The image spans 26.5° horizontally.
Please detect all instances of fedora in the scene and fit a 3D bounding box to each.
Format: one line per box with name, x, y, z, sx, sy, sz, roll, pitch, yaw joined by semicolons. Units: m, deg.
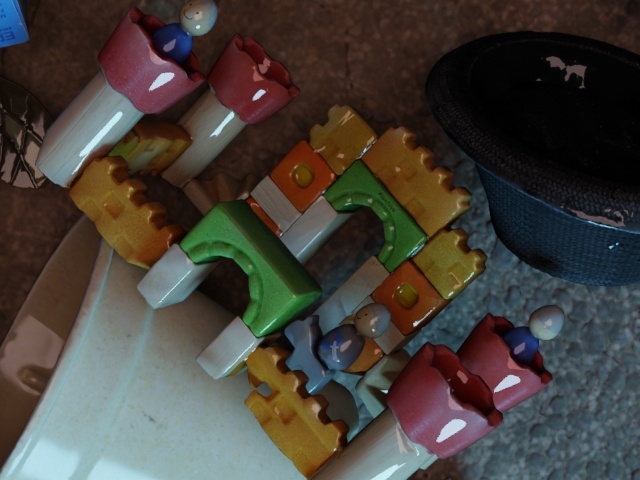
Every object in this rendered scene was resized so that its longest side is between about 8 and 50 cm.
fedora;0.243;-0.065;1.305;0.334;0.334;0.153;6;125;-5

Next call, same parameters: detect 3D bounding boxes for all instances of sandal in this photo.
sandal;-0.345;-0.128;1.345;0.219;0.060;0.090;30;87;7

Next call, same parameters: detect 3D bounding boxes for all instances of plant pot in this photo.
plant pot;-0.146;0.181;1.282;0.305;0.334;0.334;28;93;-18

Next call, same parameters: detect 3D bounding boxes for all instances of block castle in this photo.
block castle;0.000;0.000;1.205;0.213;0.303;0.453;-45;77;17

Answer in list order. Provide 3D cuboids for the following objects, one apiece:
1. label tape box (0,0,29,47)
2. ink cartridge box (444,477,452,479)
label tape box;-0.412;-0.311;1.270;0.240;0.106;0.334;-13;56;-3
ink cartridge box;0.063;0.338;1.431;0.207;0.046;0.097;-23;99;-2
